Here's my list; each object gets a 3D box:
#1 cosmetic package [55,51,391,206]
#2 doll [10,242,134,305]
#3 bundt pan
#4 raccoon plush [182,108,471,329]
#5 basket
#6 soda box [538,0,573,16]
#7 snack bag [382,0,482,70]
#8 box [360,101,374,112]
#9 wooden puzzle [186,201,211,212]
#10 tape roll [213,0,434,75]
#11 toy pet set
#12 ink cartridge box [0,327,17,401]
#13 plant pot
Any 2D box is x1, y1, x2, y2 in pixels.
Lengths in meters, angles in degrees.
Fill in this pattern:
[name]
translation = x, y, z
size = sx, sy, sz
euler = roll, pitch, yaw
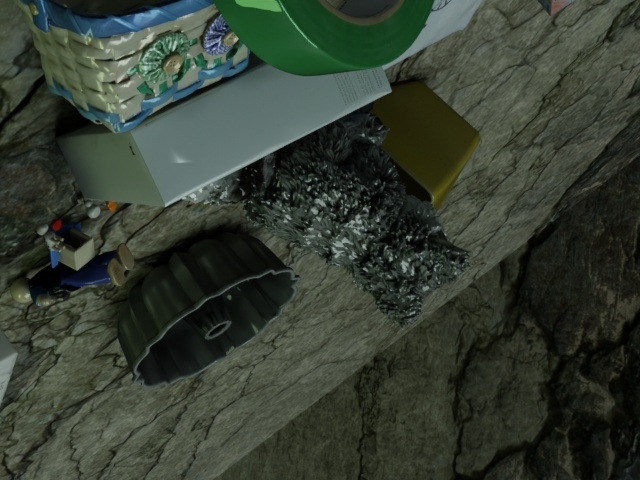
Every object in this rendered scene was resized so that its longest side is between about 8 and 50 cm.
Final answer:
[cosmetic package]
translation = -0.127, -0.143, 1.524
size = 0.284, 0.097, 0.377
euler = -26, -168, -19
[doll]
translation = -0.361, 0.054, 1.864
size = 0.189, 0.046, 0.129
euler = -12, -150, 24
[bundt pan]
translation = -0.203, 0.105, 2.231
size = 0.331, 0.124, 0.331
euler = -31, 160, -13
[raccoon plush]
translation = 0.000, 0.000, 1.885
size = 0.446, 0.299, 0.216
euler = -19, 157, -41
[basket]
translation = -0.173, -0.273, 1.268
size = 0.255, 0.201, 0.289
euler = -33, 133, -30
[soda box]
translation = 0.365, -0.420, 2.031
size = 0.063, 0.058, 0.183
euler = -34, 162, -3
[snack bag]
translation = 0.193, -0.349, 1.791
size = 0.323, 0.037, 0.342
euler = -34, 169, -44
[box]
translation = -0.021, -0.196, 1.922
size = 0.220, 0.051, 0.175
euler = -30, 161, -13
[wooden puzzle]
translation = -0.178, -0.062, 2.050
size = 0.049, 0.006, 0.083
euler = -42, 161, 18
[tape roll]
translation = 0.002, -0.322, 1.272
size = 0.077, 0.321, 0.321
euler = -3, -176, 38
[toy pet set]
translation = -0.342, -0.025, 1.805
size = 0.122, 0.065, 0.114
euler = -43, 148, -40
[ink cartridge box]
translation = -0.500, 0.118, 1.563
size = 0.171, 0.233, 0.168
euler = -26, 161, -33
[plant pot]
translation = 0.132, -0.130, 2.137
size = 0.187, 0.212, 0.212
euler = -39, 166, -32
